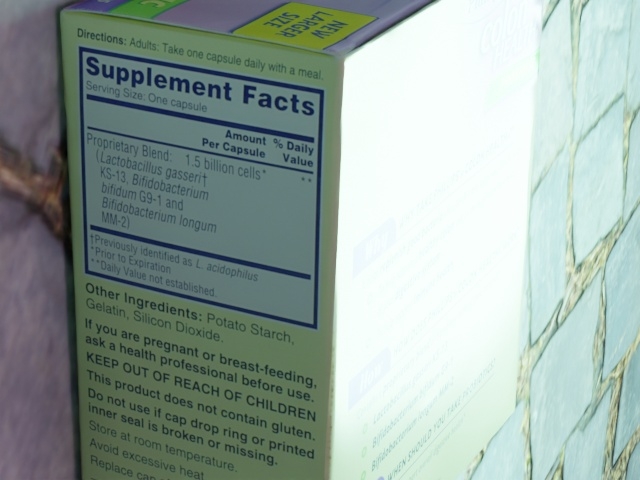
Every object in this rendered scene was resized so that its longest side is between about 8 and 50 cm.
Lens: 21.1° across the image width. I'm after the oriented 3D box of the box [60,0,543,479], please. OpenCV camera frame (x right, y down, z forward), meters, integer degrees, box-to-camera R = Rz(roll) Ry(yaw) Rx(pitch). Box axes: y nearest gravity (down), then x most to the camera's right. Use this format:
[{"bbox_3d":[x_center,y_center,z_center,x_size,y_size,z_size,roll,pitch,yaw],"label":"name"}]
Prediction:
[{"bbox_3d":[0.000,0.000,0.729,0.213,0.117,0.243,-38,136,-55],"label":"box"}]
